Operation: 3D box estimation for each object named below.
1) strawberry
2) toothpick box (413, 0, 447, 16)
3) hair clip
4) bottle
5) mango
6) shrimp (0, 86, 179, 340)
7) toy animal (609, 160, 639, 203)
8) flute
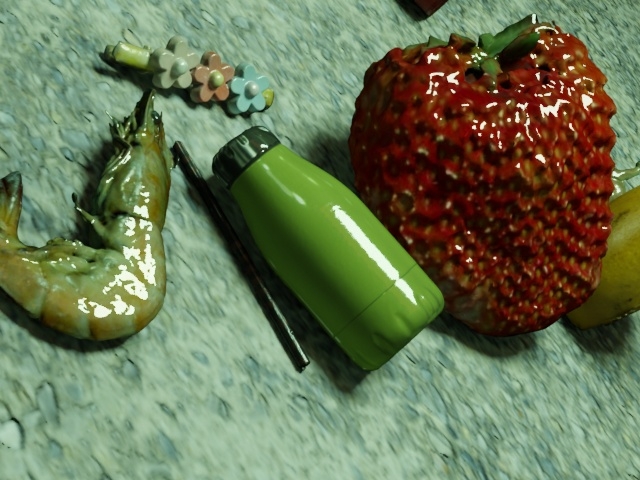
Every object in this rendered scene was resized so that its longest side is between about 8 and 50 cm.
[{"bbox_3d":[0.182,-0.060,1.209,0.312,0.267,0.351,-16,96,-23],"label":"strawberry"},{"bbox_3d":[0.112,-0.518,1.592,0.333,0.204,0.204,45,36,-1],"label":"toothpick box"},{"bbox_3d":[-0.127,-0.175,1.147,0.214,0.062,0.056,12,6,-35],"label":"hair clip"},{"bbox_3d":[0.000,0.000,1.054,0.260,0.112,0.112,48,36,5],"label":"bottle"},{"bbox_3d":[0.407,0.001,1.327,0.138,0.257,0.187,49,37,6],"label":"mango"},{"bbox_3d":[-0.208,-0.042,0.946,0.169,0.058,0.296,21,46,-25],"label":"shrimp"},{"bbox_3d":[0.453,-0.063,1.601,0.086,0.069,0.219,-20,64,-29],"label":"toy animal"},{"bbox_3d":[-0.079,0.010,1.050,0.014,0.014,0.269,-10,62,-49],"label":"flute"}]
